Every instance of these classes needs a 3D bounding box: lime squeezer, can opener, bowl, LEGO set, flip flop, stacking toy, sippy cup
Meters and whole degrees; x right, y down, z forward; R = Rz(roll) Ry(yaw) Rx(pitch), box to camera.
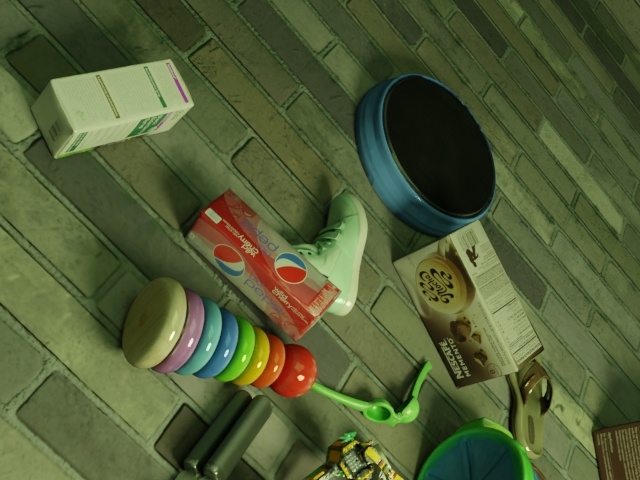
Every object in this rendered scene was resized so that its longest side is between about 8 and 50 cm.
[{"bbox_3d":[0.121,0.289,1.448,0.310,0.059,0.110,-2,71,-40],"label":"lime squeezer"},{"bbox_3d":[-0.165,0.347,1.182,0.280,0.074,0.093,-55,142,-39],"label":"can opener"},{"bbox_3d":[0.250,-0.201,1.777,0.391,0.077,0.391,18,58,-33],"label":"bowl"},{"bbox_3d":[0.068,0.470,1.185,0.254,0.192,0.331,-20,88,-26],"label":"LEGO set"},{"bbox_3d":[0.462,0.331,1.695,0.112,0.080,0.277,25,55,-29],"label":"flip flop"},{"bbox_3d":[-0.141,0.177,1.245,0.330,0.141,0.141,28,54,-35],"label":"stacking toy"},{"bbox_3d":[0.324,0.494,1.420,0.224,0.240,0.306,43,70,-29],"label":"sippy cup"}]

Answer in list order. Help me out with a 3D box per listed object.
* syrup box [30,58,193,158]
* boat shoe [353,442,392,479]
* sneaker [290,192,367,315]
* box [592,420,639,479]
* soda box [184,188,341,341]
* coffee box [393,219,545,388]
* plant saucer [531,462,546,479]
[{"bbox_3d":[-0.335,-0.218,1.280,0.236,0.093,0.096,-23,85,-44],"label":"syrup box"},{"bbox_3d":[0.116,0.470,1.358,0.079,0.084,0.233,-25,95,-6],"label":"boat shoe"},{"bbox_3d":[0.000,0.000,1.459,0.151,0.094,0.256,23,55,-27],"label":"sneaker"},{"bbox_3d":[0.762,0.505,1.781,0.167,0.203,0.169,17,60,-34],"label":"box"},{"bbox_3d":[-0.098,0.042,1.322,0.263,0.092,0.083,43,47,2],"label":"soda box"},{"bbox_3d":[0.300,0.132,1.596,0.118,0.168,0.297,-24,87,-44],"label":"coffee box"},{"bbox_3d":[0.424,0.528,1.607,0.168,0.029,0.169,17,60,-33],"label":"plant saucer"}]
